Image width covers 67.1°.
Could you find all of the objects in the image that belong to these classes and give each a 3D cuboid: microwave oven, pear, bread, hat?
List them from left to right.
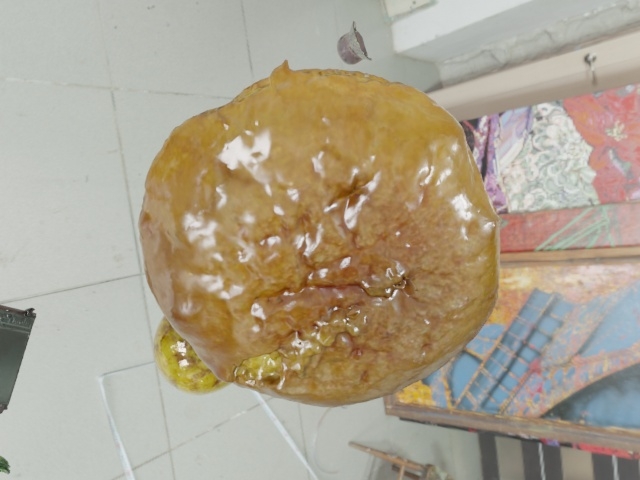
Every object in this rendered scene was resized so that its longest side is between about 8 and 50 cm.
[{"bbox_3d":[-0.815,0.259,1.114,0.188,0.177,0.248,48,46,-61],"label":"microwave oven"},{"bbox_3d":[-0.309,0.278,1.285,0.280,0.280,0.281,5,83,-47],"label":"pear"},{"bbox_3d":[0.001,0.005,0.438,0.172,0.311,0.312,-93,160,-67],"label":"bread"},{"bbox_3d":[0.044,-0.280,0.700,0.058,0.042,0.087,60,15,-19],"label":"hat"}]

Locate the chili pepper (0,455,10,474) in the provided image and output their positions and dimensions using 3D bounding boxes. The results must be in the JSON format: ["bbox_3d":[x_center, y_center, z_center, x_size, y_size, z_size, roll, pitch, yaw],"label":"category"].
[{"bbox_3d":[-0.683,0.469,1.017,0.118,0.055,0.035,77,25,-58],"label":"chili pepper"}]
